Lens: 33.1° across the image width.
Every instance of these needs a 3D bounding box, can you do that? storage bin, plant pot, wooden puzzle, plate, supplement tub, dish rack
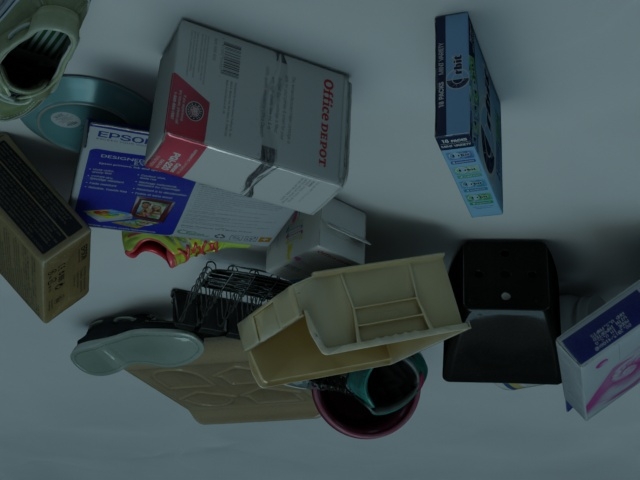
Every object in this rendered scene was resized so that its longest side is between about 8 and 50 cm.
[{"bbox_3d":[0.040,0.126,1.639,0.260,0.123,0.262,-8,166,-25],"label":"storage bin"},{"bbox_3d":[0.285,0.099,1.672,0.188,0.188,0.167,1,142,7],"label":"plant pot"},{"bbox_3d":[-0.191,0.273,2.203,0.322,0.080,0.348,-7,147,21],"label":"wooden puzzle"},{"bbox_3d":[0.078,0.280,2.061,0.201,0.201,0.180,6,169,-4],"label":"plant pot"},{"bbox_3d":[-0.303,-0.152,1.403,0.188,0.024,0.188,3,155,2],"label":"plate"},{"bbox_3d":[0.385,0.170,1.823,0.200,0.144,0.144,-16,147,35],"label":"supplement tub"},{"bbox_3d":[-0.131,0.097,1.839,0.208,0.074,0.271,11,151,-17],"label":"dish rack"}]

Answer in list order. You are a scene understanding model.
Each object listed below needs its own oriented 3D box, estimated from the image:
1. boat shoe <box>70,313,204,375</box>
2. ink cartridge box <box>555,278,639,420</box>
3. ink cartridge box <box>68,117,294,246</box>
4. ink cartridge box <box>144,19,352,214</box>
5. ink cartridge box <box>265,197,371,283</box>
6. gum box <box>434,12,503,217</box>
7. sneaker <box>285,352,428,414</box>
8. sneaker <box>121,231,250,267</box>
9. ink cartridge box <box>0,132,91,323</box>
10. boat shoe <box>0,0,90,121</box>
[{"bbox_3d":[-0.337,0.179,2.012,0.303,0.091,0.114,-8,133,28],"label":"boat shoe"},{"bbox_3d":[0.512,0.139,1.636,0.324,0.071,0.330,-35,149,-3],"label":"ink cartridge box"},{"bbox_3d":[-0.171,-0.087,1.438,0.304,0.072,0.307,8,154,-16],"label":"ink cartridge box"},{"bbox_3d":[-0.080,-0.138,1.245,0.218,0.158,0.092,15,150,-20],"label":"ink cartridge box"},{"bbox_3d":[0.000,0.000,1.593,0.092,0.089,0.143,24,147,-35],"label":"ink cartridge box"},{"bbox_3d":[0.169,-0.137,1.214,0.041,0.157,0.184,-6,152,19],"label":"gum box"},{"bbox_3d":[0.050,0.232,1.878,0.296,0.123,0.178,2,-176,-4],"label":"sneaker"},{"bbox_3d":[-0.201,0.002,1.622,0.209,0.094,0.081,4,152,-3],"label":"sneaker"},{"bbox_3d":[-0.417,-0.012,1.524,0.193,0.088,0.234,48,154,10],"label":"ink cartridge box"},{"bbox_3d":[-0.341,-0.205,1.219,0.109,0.094,0.302,17,151,-22],"label":"boat shoe"}]
